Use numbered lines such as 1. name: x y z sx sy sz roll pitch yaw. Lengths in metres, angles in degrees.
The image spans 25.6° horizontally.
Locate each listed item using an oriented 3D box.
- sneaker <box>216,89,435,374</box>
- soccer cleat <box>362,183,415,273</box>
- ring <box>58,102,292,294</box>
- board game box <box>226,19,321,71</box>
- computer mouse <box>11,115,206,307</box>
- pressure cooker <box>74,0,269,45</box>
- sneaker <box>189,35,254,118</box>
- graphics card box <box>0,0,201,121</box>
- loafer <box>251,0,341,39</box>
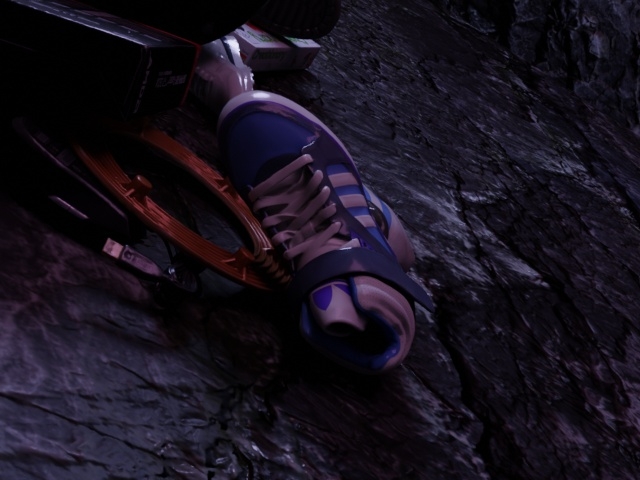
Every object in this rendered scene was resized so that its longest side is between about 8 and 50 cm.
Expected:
1. sneaker: 0.000 0.001 1.526 0.322 0.130 0.236 56 11 -20
2. soccer cleat: -0.006 -0.056 1.818 0.331 0.116 0.143 47 7 33
3. ring: -0.154 -0.061 1.617 0.337 0.032 0.336 38 13 -11
4. board game box: -0.135 -0.350 2.304 0.193 0.053 0.305 36 18 11
5. computer mouse: -0.234 -0.019 1.465 0.262 0.060 0.184 39 14 -14
6. pressure cooker: -0.256 -0.508 1.996 0.370 0.375 0.420 -21 43 -7
7. sneaker: -0.156 -0.228 2.015 0.095 0.090 0.235 8 26 -22
8. graphics card box: -0.283 -0.223 1.639 0.233 0.094 0.371 19 8 0
9. loafer: -0.125 -0.456 2.289 0.366 0.133 0.130 31 18 -3
